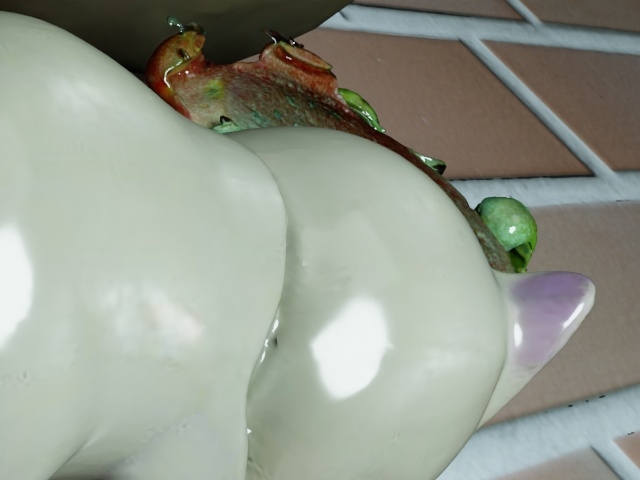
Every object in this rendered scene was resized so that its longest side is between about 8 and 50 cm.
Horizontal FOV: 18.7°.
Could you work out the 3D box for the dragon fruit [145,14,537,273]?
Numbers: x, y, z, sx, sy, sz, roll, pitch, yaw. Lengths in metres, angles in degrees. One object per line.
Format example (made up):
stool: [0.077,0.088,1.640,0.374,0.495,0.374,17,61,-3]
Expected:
dragon fruit: [0.000,0.000,1.108,0.295,0.130,0.268,19,30,-38]

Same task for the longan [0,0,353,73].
longan: [-0.115,-0.297,1.225,0.404,0.336,0.404,13,63,-28]

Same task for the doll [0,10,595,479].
doll: [-0.090,0.029,0.802,0.370,0.226,0.215,24,-16,-35]
